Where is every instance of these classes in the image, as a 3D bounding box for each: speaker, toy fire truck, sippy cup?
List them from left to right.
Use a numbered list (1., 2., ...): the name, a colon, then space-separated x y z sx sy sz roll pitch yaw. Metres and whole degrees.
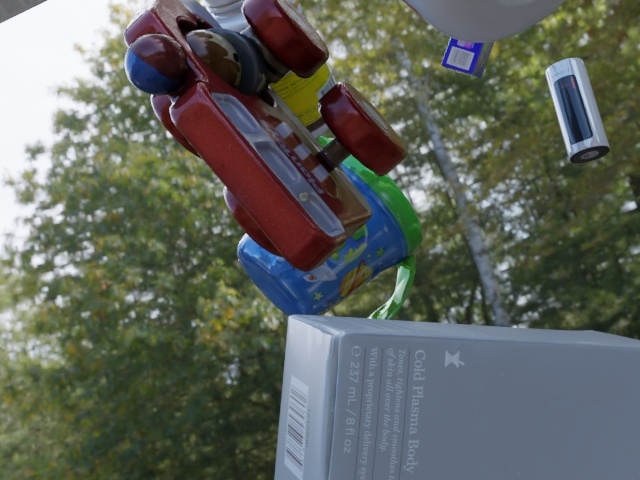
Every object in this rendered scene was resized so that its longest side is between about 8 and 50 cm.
1. toy fire truck: -0.065 -0.113 0.795 0.169 0.302 0.254 -40 -4 15
2. sippy cup: 0.000 0.000 1.333 0.224 0.305 0.240 -44 -16 -16
3. speaker: 0.348 -0.177 1.173 0.055 0.136 0.055 -9 -18 -3

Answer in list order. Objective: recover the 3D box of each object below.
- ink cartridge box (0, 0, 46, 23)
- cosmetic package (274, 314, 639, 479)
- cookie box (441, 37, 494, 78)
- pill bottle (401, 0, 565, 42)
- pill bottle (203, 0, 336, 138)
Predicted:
1. ink cartridge box: -0.410 -0.386 1.118 0.224 0.056 0.181 -28 -39 -3
2. cosmetic package: 0.098 0.116 0.532 0.238 0.127 0.107 3 0 -17
3. cookie box: 0.183 -0.242 1.024 0.040 0.092 0.107 21 12 13
4. pill bottle: 0.063 -0.301 0.657 0.181 0.323 0.181 -25 -38 -21
5. pill bottle: -0.062 -0.224 1.028 0.117 0.117 0.215 -21 -58 9
